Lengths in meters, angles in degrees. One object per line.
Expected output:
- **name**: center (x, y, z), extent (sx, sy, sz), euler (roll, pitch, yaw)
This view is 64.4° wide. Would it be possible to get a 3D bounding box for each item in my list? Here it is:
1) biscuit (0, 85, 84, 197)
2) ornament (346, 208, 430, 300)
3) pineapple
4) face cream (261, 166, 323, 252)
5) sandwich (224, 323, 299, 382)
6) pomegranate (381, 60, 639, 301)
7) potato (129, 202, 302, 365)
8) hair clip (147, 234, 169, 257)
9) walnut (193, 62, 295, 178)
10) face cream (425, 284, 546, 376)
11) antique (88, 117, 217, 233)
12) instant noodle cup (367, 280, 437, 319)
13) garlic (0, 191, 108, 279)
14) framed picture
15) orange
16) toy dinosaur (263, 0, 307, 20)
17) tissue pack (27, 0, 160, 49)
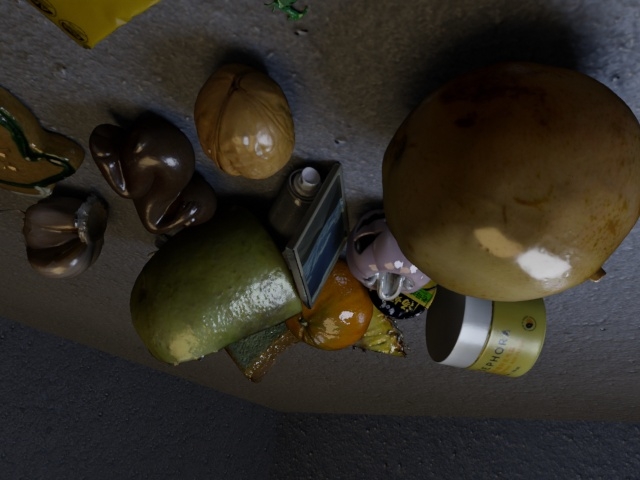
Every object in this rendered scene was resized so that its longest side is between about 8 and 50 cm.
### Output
- **biscuit**: center (-0.591, -0.173, 0.943), extent (0.287, 0.057, 0.344), euler (15, 153, -10)
- **ornament**: center (0.136, 0.028, 0.970), extent (0.177, 0.178, 0.177), euler (8, 153, 4)
- **pineapple**: center (0.084, 0.191, 1.367), extent (0.334, 0.158, 0.161), euler (6, -168, 16)
- **face cream**: center (-0.061, -0.053, 0.977), extent (0.073, 0.073, 0.283), euler (17, 152, -13)
- **sandwich**: center (-0.173, 0.264, 1.578), extent (0.254, 0.288, 0.100), euler (46, 176, 46)
- **pomegranate**: center (0.237, -0.061, 0.633), extent (0.319, 0.319, 0.319), euler (8, 153, 4)
- **potato**: center (-0.255, 0.074, 1.012), extent (0.330, 0.280, 0.213), euler (27, 141, 43)
- **hair clip**: center (-0.323, 0.059, 1.287), extent (0.218, 0.071, 0.159), euler (31, 153, -23)
- **walnut**: center (-0.105, -0.159, 0.724), extent (0.144, 0.144, 0.180), euler (11, 157, -2)
- **face cream**: center (0.355, 0.177, 1.118), extent (0.179, 0.218, 0.218), euler (12, 153, -6)
- **antique**: center (-0.270, -0.110, 0.900), extent (0.143, 0.121, 0.257), euler (-6, 143, 11)
- **instant noodle cup**: center (0.179, 0.113, 1.152), extent (0.151, 0.151, 0.122), euler (7, 163, 5)
- **garlic**: center (-0.563, -0.039, 1.078), extent (0.207, 0.207, 0.256), euler (-8, 150, 31)
- **framed picture**: center (0.000, 0.000, 0.943), extent (0.023, 0.189, 0.260), euler (21, 155, 17)
- **orange**: center (0.005, 0.151, 1.191), extent (0.240, 0.171, 0.240), euler (23, 131, 30)
- **toy dinosaur**: center (-0.032, -0.283, 0.586), extent (0.083, 0.021, 0.062), euler (-11, 153, 42)
- **tissue pack**: center (-0.256, -0.329, 0.448), extent (0.192, 0.134, 0.271), euler (-11, 146, 34)
